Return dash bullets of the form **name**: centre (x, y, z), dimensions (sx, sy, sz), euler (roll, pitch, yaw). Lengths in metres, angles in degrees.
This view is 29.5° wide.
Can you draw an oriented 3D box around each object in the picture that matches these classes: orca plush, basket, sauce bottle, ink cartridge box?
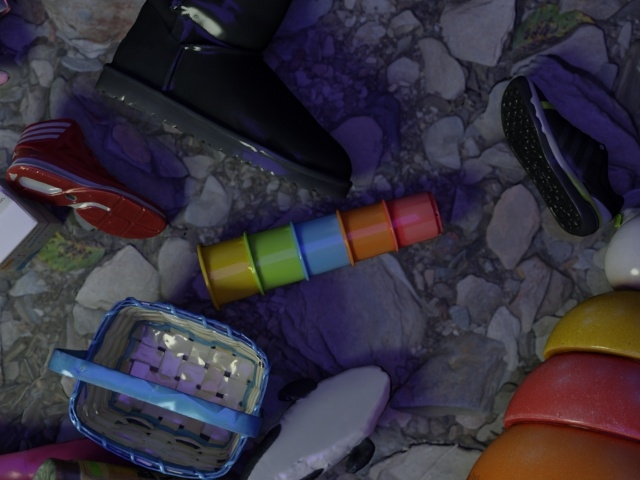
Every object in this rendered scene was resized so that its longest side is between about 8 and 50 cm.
- **orca plush**: centre (-0.010, 0.286, 1.584), dimensions (0.151, 0.102, 0.287), euler (23, 62, 18)
- **basket**: centre (-0.182, 0.185, 1.502), dimensions (0.255, 0.289, 0.201), euler (20, 82, 5)
- **sauce bottle**: centre (-0.193, 0.348, 1.536), dimensions (0.344, 0.111, 0.111), euler (15, 91, -29)
- **ink cartridge box**: centre (-0.415, -0.020, 1.586), dimensions (0.090, 0.143, 0.092), euler (43, 92, 2)

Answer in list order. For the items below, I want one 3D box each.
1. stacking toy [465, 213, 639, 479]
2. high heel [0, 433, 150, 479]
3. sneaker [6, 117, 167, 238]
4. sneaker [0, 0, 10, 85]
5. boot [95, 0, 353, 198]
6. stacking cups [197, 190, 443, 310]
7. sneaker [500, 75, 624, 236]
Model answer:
- **stacking toy**: centre (0.377, 0.184, 1.502), dimensions (0.351, 0.350, 0.479), euler (17, 76, 2)
- **high heel**: centre (-0.413, 0.283, 1.623), dimensions (0.377, 0.127, 0.181), euler (21, 70, 3)
- **sneaker**: centre (-0.297, -0.094, 1.610), dimensions (0.221, 0.087, 0.128), euler (26, 47, -28)
- **sneaker**: centre (-0.479, -0.346, 1.606), dimensions (0.131, 0.112, 0.318), euler (-3, 93, -14)
- **boot**: centre (-0.041, -0.320, 1.555), dimensions (0.367, 0.146, 0.445), euler (26, 94, 3)
- **stacking cups**: centre (0.000, 0.000, 1.593), dimensions (0.316, 0.096, 0.096), euler (-18, 89, 2)
- **sneaker**: centre (0.322, -0.115, 1.598), dimensions (0.097, 0.084, 0.234), euler (-27, 90, -21)
